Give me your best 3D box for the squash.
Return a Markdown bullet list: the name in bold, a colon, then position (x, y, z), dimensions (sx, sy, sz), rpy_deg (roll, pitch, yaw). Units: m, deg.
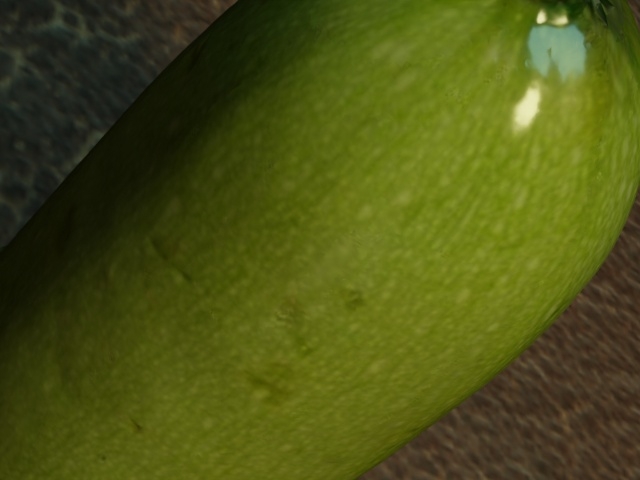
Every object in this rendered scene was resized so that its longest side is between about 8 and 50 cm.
- **squash**: position (0.000, 0.000, 0.486), dimensions (0.132, 0.247, 0.132), rpy_deg (23, 48, -29)
